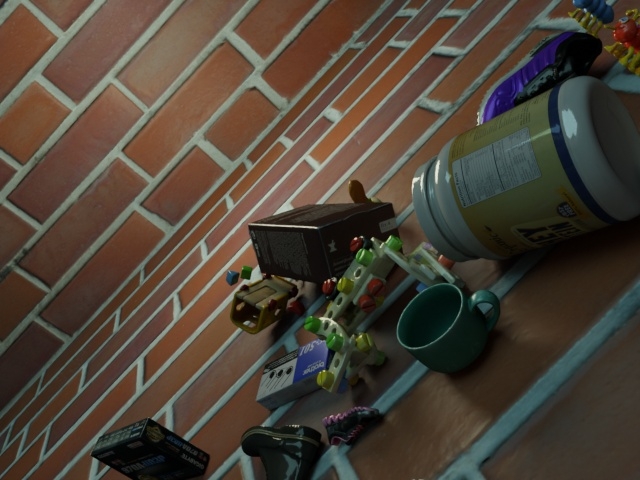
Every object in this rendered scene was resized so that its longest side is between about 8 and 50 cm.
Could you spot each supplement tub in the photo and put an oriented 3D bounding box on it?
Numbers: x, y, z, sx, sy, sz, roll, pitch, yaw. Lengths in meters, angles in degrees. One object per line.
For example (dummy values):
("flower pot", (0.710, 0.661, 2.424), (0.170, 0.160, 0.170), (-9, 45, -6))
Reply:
("supplement tub", (0.329, -0.098, 1.013), (0.316, 0.228, 0.228), (-24, 33, 44))

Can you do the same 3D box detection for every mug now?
("mug", (0.211, 0.147, 1.001), (0.158, 0.097, 0.129), (-4, 48, 57))

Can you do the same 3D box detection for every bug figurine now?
("bug figurine", (0.530, -0.342, 1.066), (0.072, 0.216, 0.279), (-52, 22, 29))

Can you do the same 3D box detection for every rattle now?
("rattle", (0.057, -0.075, 1.568), (0.200, 0.143, 0.130), (11, 80, 56))

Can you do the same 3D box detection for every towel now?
("towel", (0.213, 0.032, 1.285), (0.060, 0.009, 0.083), (-49, 23, -1))

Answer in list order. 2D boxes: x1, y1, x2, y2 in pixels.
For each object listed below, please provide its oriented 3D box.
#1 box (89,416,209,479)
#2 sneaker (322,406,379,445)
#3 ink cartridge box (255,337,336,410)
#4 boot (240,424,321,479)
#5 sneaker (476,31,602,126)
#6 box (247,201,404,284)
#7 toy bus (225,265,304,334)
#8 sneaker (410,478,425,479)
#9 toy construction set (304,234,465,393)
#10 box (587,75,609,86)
("box", (-0.382, 0.480, 1.403), (0.220, 0.175, 0.051), (-28, 31, 37))
("sneaker", (0.055, 0.321, 1.079), (0.119, 0.047, 0.057), (-31, 50, 35))
("ink cartridge box", (-0.043, 0.272, 1.305), (0.207, 0.046, 0.097), (-32, 29, 32))
("boot", (-0.095, 0.415, 1.147), (0.198, 0.077, 0.137), (-25, 37, 44))
("sneaker", (0.430, -0.297, 1.213), (0.293, 0.102, 0.146), (-50, 24, -5))
("box", (0.000, 0.000, 1.453), (0.191, 0.143, 0.381), (-19, 10, -26))
("toy bus", (-0.134, 0.157, 1.560), (0.191, 0.202, 0.104), (-118, 39, -60))
("sneaker", (0.169, 0.355, 0.774), (0.215, 0.084, 0.083), (-13, 46, 52))
("toy construction set", (0.099, 0.115, 1.165), (0.328, 0.151, 0.215), (-44, 29, 9))
("box", (0.491, -0.287, 1.269), (0.114, 0.036, 0.207), (-41, 24, 14))
